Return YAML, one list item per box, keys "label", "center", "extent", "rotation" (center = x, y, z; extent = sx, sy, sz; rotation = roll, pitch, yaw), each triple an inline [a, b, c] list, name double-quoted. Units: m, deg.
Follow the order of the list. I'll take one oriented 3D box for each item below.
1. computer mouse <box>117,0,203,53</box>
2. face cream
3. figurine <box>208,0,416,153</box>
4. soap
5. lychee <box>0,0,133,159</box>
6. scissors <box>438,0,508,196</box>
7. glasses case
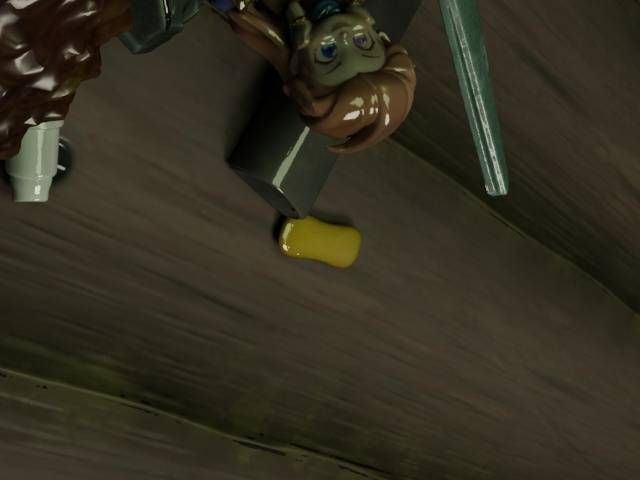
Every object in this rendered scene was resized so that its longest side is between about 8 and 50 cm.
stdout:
- label: "computer mouse"
  center: [-0.097, -0.204, 0.557]
  extent: [0.126, 0.071, 0.231]
  rotation: [-68, 162, -57]
- label: "face cream"
  center: [-0.152, -0.082, 0.594]
  extent: [0.034, 0.034, 0.130]
  rotation: [-11, 114, -45]
- label: "figurine"
  center: [0.004, -0.133, 0.677]
  extent: [0.126, 0.114, 0.157]
  rotation: [-24, 104, -21]
- label: "soap"
  center: [0.000, 0.000, 0.810]
  extent: [0.089, 0.012, 0.034]
  rotation: [16, 93, -49]
- label: "lychee"
  center: [-0.172, -0.163, 0.399]
  extent: [0.271, 0.271, 0.271]
  rotation: [-21, 120, -41]
- label: "scissors"
  center: [0.064, -0.215, 0.658]
  extent: [0.192, 0.029, 0.447]
  rotation: [-58, 138, -48]
- label: "glasses case"
  center: [0.010, -0.110, 0.758]
  extent: [0.190, 0.042, 0.072]
  rotation: [-62, 146, -9]
